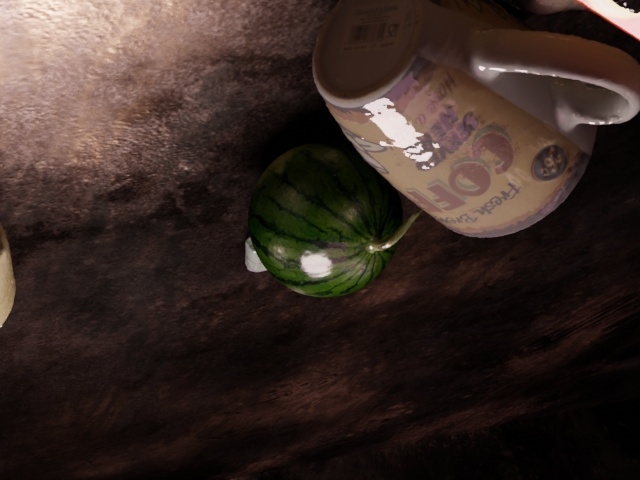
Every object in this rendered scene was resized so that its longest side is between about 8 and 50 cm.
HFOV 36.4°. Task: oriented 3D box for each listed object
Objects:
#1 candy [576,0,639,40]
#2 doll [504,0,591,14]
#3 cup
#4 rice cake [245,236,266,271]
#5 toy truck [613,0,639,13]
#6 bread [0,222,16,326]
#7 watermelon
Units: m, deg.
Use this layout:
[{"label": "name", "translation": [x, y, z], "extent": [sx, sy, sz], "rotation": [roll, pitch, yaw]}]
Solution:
[{"label": "candy", "translation": [0.300, -0.237, 0.814], "extent": [0.146, 0.276, 0.088], "rotation": [-54, 174, -33]}, {"label": "doll", "translation": [0.264, -0.275, 0.947], "extent": [0.192, 0.095, 0.149], "rotation": [-11, 152, -9]}, {"label": "cup", "translation": [0.151, -0.145, 0.951], "extent": [0.301, 0.228, 0.257], "rotation": [-4, 162, 39]}, {"label": "rice cake", "translation": [0.001, -0.001, 1.393], "extent": [0.221, 0.042, 0.080], "rotation": [-14, 153, -11]}, {"label": "toy truck", "translation": [0.193, -0.274, 0.684], "extent": [0.136, 0.286, 0.111], "rotation": [-48, 180, 31]}, {"label": "bread", "translation": [-0.418, 0.037, 1.080], "extent": [0.148, 0.134, 0.141], "rotation": [-20, 157, -21]}, {"label": "watermelon", "translation": [0.013, -0.020, 1.160], "extent": [0.188, 0.214, 0.188], "rotation": [-21, 127, -31]}]
